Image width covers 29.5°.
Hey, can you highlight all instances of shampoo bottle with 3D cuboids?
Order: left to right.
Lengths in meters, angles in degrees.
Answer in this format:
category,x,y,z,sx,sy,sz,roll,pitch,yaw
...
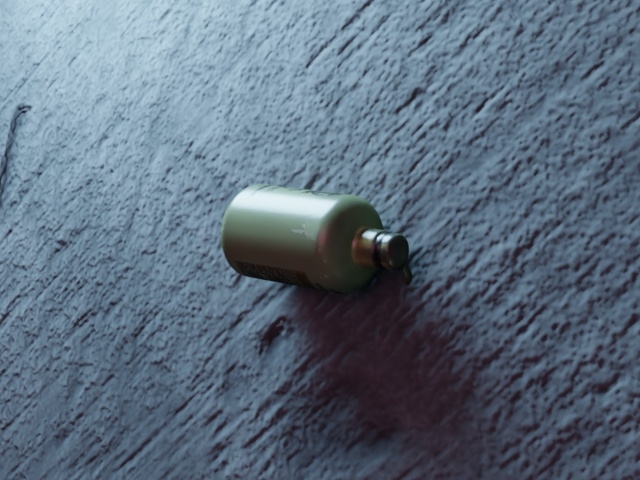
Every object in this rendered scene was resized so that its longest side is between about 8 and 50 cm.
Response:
category,x,y,z,sx,sy,sz,roll,pitch,yaw
shampoo bottle,0.000,0.000,0.969,0.162,0.079,0.079,8,81,40
